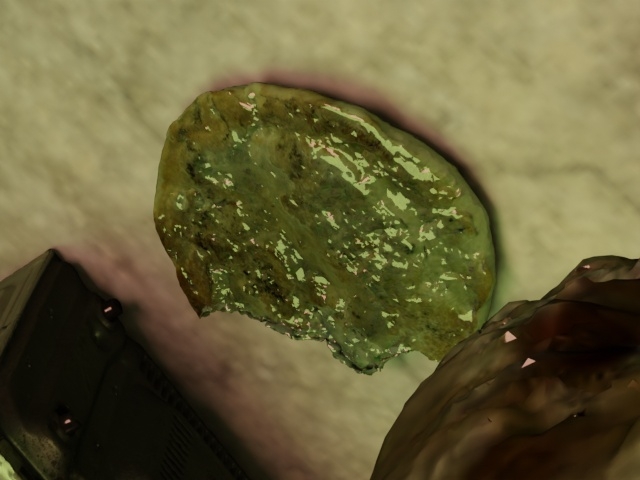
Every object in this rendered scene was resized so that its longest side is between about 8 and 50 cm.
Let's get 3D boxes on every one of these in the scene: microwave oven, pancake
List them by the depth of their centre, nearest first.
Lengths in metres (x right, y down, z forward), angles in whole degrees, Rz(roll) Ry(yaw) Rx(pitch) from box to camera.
[{"bbox_3d":[-0.001,-0.004,0.656,0.130,0.022,0.116,18,131,17],"label":"pancake"},{"bbox_3d":[-0.088,0.129,0.721,0.129,0.163,0.205,-31,110,19],"label":"microwave oven"}]

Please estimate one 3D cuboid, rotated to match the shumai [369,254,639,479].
[{"bbox_3d":[0.244,0.089,0.387,0.348,0.395,0.395,-37,104,24],"label":"shumai"}]
